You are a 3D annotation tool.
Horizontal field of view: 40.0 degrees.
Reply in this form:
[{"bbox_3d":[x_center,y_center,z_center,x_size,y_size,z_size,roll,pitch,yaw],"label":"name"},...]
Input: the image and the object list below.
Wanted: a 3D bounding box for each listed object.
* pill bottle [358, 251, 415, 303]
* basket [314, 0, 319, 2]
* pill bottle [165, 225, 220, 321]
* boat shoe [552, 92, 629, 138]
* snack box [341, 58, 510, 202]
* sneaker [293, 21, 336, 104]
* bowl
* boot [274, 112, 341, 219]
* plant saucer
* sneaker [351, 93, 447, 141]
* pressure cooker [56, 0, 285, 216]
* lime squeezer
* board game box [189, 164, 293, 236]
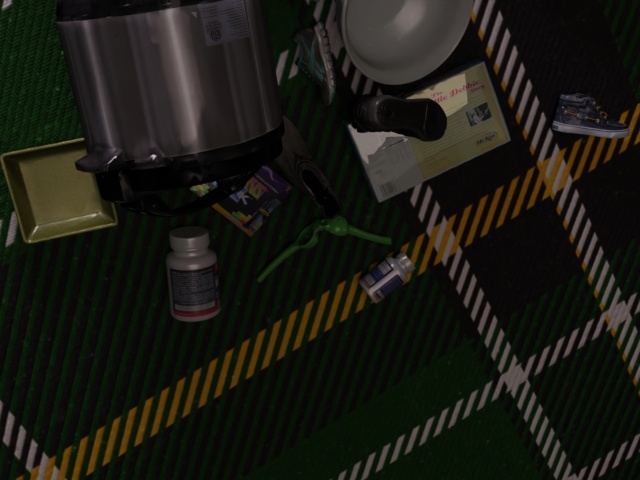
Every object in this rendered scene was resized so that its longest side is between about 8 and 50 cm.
[{"bbox_3d":[0.150,0.080,1.954,0.120,0.067,0.067,-38,113,1],"label":"pill bottle"},{"bbox_3d":[-0.086,-0.583,1.576,0.289,0.255,0.201,33,100,-40],"label":"basket"},{"bbox_3d":[-0.266,0.067,1.827,0.108,0.108,0.180,-6,110,-12],"label":"pill bottle"},{"bbox_3d":[0.606,-0.276,1.943,0.183,0.065,0.083,4,109,-14],"label":"boat shoe"},{"bbox_3d":[0.227,-0.233,1.867,0.322,0.060,0.187,-25,111,-4],"label":"snack box"},{"bbox_3d":[-0.012,-0.354,1.778,0.076,0.065,0.166,-9,108,7],"label":"sneaker"},{"bbox_3d":[0.140,-0.464,1.708,0.298,0.134,0.298,-17,127,-23],"label":"bowl"},{"bbox_3d":[-0.044,-0.161,1.773,0.083,0.161,0.246,-39,113,1],"label":"boot"},{"bbox_3d":[-0.514,-0.104,1.742,0.188,0.045,0.188,-13,111,-10],"label":"plant saucer"},{"bbox_3d":[0.150,-0.252,1.776,0.227,0.130,0.087,0,101,-40],"label":"sneaker"},{"bbox_3d":[-0.256,-0.254,1.568,0.370,0.375,0.420,-10,109,-1],"label":"pressure cooker"},{"bbox_3d":[0.000,0.000,1.908,0.310,0.059,0.110,-17,142,-9],"label":"lime squeezer"},{"bbox_3d":[-0.165,-0.113,1.822,0.170,0.048,0.141,39,97,-22],"label":"board game box"}]
